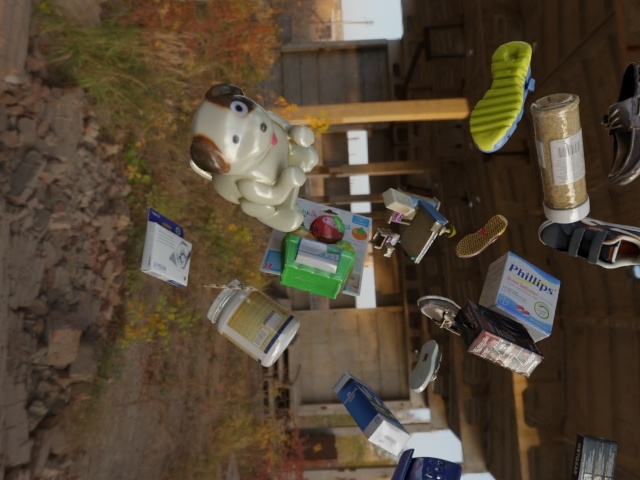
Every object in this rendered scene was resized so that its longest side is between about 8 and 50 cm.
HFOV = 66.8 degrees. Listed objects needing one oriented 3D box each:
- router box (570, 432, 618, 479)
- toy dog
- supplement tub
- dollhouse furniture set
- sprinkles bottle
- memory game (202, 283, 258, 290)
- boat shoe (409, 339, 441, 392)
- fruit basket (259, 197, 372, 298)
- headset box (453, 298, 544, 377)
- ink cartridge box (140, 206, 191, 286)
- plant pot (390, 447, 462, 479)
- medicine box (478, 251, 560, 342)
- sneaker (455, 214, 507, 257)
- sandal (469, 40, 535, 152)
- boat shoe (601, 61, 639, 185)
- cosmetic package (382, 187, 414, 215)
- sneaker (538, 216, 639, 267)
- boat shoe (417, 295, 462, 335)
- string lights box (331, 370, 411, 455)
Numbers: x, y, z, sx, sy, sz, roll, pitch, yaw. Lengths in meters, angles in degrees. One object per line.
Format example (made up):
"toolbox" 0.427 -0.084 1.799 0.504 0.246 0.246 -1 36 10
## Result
"router box" 0.980 0.796 1.735 0.046 0.133 0.179 132 -29 -83
"toy dog" -0.201 -0.249 1.327 0.408 0.395 0.285 63 49 -73
"supplement tub" -0.264 0.321 1.918 0.228 0.316 0.228 -53 172 -11
"dollhouse furniture set" 0.386 -0.011 1.851 0.287 0.198 0.303 -65 -148 26
"sprinkles bottle" 0.675 -0.224 1.360 0.121 0.121 0.356 -92 162 -60
"memory game" -0.293 0.153 1.585 0.186 0.186 0.012 84 11 -83
"boat shoe" 0.369 0.438 1.651 0.070 0.077 0.219 54 43 -16
"fruit basket" 0.000 0.000 1.598 0.165 0.326 0.353 108 -2 -54
"headset box" 0.645 0.356 1.813 0.110 0.293 0.218 -62 -171 21
"ink cartridge box" -0.519 0.025 1.661 0.223 0.045 0.224 47 40 -66
"plant pot" 0.339 0.880 1.662 0.236 0.212 0.236 -28 134 -62
"medicine box" 0.839 0.242 2.057 0.289 0.263 0.149 -61 -178 -32
"sneaker" 0.510 -0.001 1.532 0.070 0.185 0.084 56 4 24
"sandal" 0.489 -0.357 1.266 0.138 0.126 0.318 43 68 -46
"boat shoe" 0.810 -0.312 1.279 0.132 0.130 0.356 86 27 -74
"cosmetic package" 0.266 -0.131 1.650 0.041 0.115 0.060 -33 -126 36
"sneaker" 0.864 0.004 1.536 0.127 0.320 0.126 -55 144 -50
"boat shoe" 0.544 0.328 2.065 0.116 0.324 0.097 -37 -142 41
"string lights box" 0.148 0.521 1.481 0.133 0.077 0.259 39 0 -29
